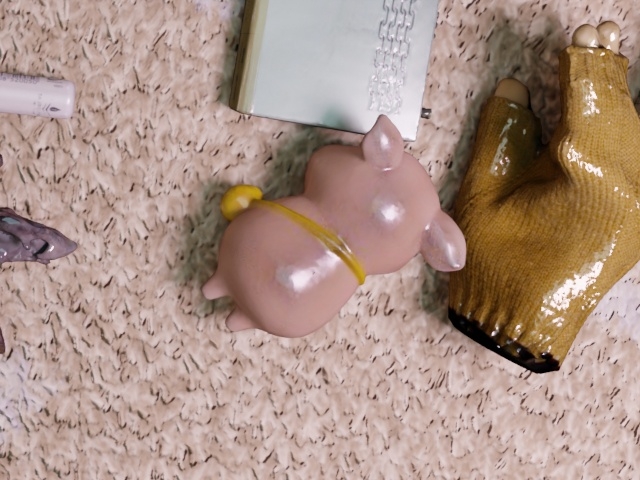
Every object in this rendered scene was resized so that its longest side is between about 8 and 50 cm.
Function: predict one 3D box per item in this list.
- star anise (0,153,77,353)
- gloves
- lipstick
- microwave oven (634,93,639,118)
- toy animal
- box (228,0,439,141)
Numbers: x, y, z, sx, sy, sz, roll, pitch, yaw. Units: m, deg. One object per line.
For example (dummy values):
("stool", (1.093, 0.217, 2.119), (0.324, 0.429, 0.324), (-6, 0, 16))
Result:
("star anise", (-0.367, -0.001, 1.225), (0.258, 0.110, 0.198), (25, 91, -6))
("gloves", (0.235, -0.046, 1.309), (0.155, 0.203, 0.356), (8, 100, -34))
("lipstick", (-0.307, -0.142, 1.256), (0.141, 0.040, 0.040), (4, 95, -12))
("microwave oven", (0.485, -0.148, 1.360), (0.240, 0.145, 0.194), (29, 93, -12))
("toy animal", (-0.001, -0.002, 1.284), (0.248, 0.149, 0.165), (-34, 116, 6))
("box", (0.030, -0.243, 1.309), (0.211, 0.045, 0.270), (7, 94, -12))
